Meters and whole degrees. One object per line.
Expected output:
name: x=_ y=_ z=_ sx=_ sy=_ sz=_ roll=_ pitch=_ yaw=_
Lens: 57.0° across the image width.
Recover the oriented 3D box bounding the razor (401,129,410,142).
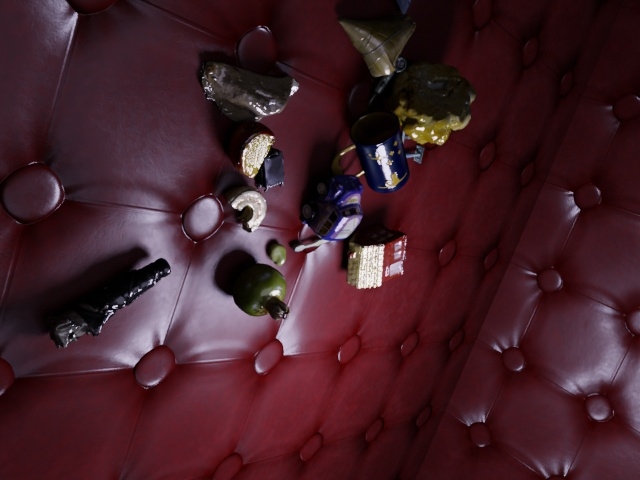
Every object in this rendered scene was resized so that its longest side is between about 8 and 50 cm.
razor: x=0.390 y=-0.424 z=2.314 sx=0.211 sy=0.036 sz=0.084 roll=-22 pitch=129 yaw=-37

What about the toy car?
toy car: x=0.062 y=-0.109 z=2.024 sx=0.172 sy=0.158 sz=0.235 roll=-7 pitch=140 yaw=-44

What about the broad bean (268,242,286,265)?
broad bean: x=-0.145 y=0.046 z=2.012 sx=0.063 sy=0.045 sz=0.083 roll=-28 pitch=124 yaw=-19

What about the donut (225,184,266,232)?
donut: x=-0.226 y=-0.111 z=1.811 sx=0.108 sy=0.065 sz=0.166 roll=-47 pitch=138 yaw=-17

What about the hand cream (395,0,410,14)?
hand cream: x=0.233 y=-0.842 z=1.882 sx=0.271 sy=0.058 sz=0.091 roll=34 pitch=75 yaw=-55

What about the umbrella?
umbrella: x=-0.554 y=0.166 z=1.586 sx=0.357 sy=0.113 sz=0.106 roll=-35 pitch=112 yaw=-29

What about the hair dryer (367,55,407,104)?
hair dryer: x=0.221 y=-0.547 z=2.027 sx=0.057 sy=0.100 sz=0.198 roll=31 pitch=107 yaw=-12

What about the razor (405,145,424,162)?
razor: x=0.348 y=-0.336 z=2.325 sx=0.135 sy=0.040 sz=0.068 roll=-10 pitch=119 yaw=-38

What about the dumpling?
dumpling: x=-0.189 y=-0.400 z=1.666 sx=0.332 sy=0.086 sz=0.166 roll=-4 pitch=112 yaw=-42

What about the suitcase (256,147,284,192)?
suitcase: x=-0.159 y=-0.221 z=1.825 sx=0.086 sy=0.059 sz=0.126 roll=-26 pitch=128 yaw=-37

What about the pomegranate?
pomegranate: x=-0.177 y=0.167 z=1.925 sx=0.179 sy=0.210 sz=0.179 roll=13 pitch=90 yaw=-71

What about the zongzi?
zongzi: x=0.177 y=-0.690 z=1.896 sx=0.256 sy=0.115 sz=0.228 roll=40 pitch=68 yaw=-28

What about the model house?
model house: x=0.195 y=0.068 z=2.304 sx=0.254 sy=0.160 sz=0.196 roll=-18 pitch=125 yaw=-38

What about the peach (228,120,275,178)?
peach: x=-0.208 y=-0.269 z=1.714 sx=0.127 sy=0.092 sz=0.172 roll=-24 pitch=146 yaw=-35

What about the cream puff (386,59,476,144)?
cream puff: x=0.384 y=-0.466 z=2.120 sx=0.257 sy=0.291 sz=0.325 roll=99 pitch=9 yaw=-61

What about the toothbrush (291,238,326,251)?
toothbrush: x=0.004 y=0.002 z=2.158 sx=0.294 sy=0.028 sz=0.026 roll=-14 pitch=124 yaw=-43

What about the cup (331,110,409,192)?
cup: x=0.177 y=-0.300 z=2.101 sx=0.256 sy=0.254 sz=0.178 roll=67 pitch=24 yaw=-47
